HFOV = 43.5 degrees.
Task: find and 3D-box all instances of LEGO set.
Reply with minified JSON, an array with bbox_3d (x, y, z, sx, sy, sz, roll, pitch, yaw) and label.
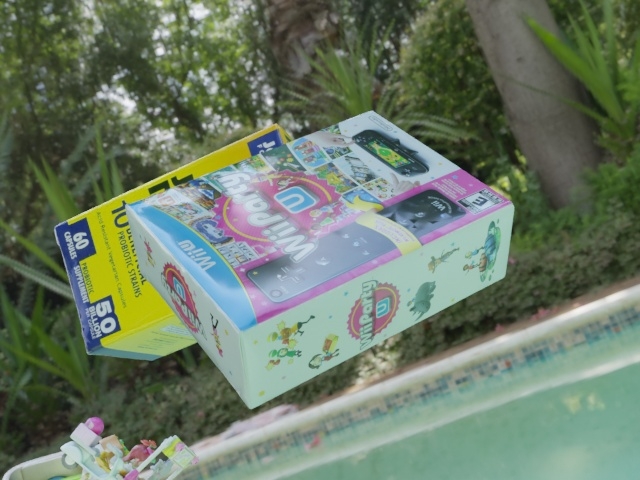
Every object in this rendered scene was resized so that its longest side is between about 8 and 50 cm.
[{"bbox_3d":[-0.221,0.270,0.989,0.107,0.132,0.287,-43,-6,-14],"label":"LEGO set"}]

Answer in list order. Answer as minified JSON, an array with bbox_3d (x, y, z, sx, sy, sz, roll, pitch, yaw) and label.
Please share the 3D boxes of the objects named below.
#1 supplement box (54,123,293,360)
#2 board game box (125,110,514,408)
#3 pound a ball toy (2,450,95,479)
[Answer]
[{"bbox_3d":[-0.160,0.015,1.149,0.356,0.194,0.195,-24,-16,10],"label":"supplement box"},{"bbox_3d":[0.000,0.000,0.785,0.303,0.224,0.098,-25,-46,-26],"label":"board game box"},{"bbox_3d":[-0.317,0.462,1.171,0.208,0.319,0.136,-14,15,-11],"label":"pound a ball toy"}]
